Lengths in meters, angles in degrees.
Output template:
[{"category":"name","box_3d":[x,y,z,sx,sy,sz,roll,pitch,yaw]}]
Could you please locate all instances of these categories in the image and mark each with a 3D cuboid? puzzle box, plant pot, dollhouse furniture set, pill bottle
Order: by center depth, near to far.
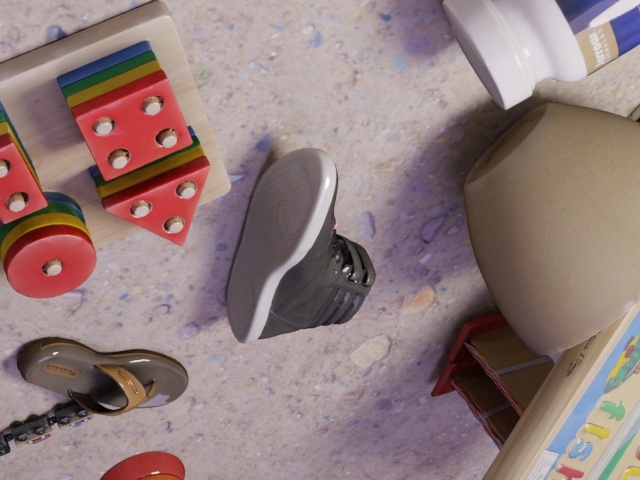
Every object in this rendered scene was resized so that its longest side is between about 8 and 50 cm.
[{"category":"pill bottle","box_3d":[0.260,-0.248,1.276,0.264,0.153,0.153,-32,142,5]},{"category":"plant pot","box_3d":[0.270,-0.040,1.458,0.191,0.284,0.284,44,109,-8]},{"category":"puzzle box","box_3d":[0.395,0.180,1.630,0.272,0.052,0.409,20,105,-41]},{"category":"dollhouse furniture set","box_3d":[0.372,0.190,1.815,0.374,0.201,0.152,-12,139,-29]}]

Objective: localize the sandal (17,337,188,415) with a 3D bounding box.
[{"category":"sandal","box_3d":[-0.245,0.165,1.509,0.219,0.060,0.090,22,120,-44]}]

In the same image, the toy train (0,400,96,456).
[{"category":"toy train","box_3d":[-0.336,0.225,1.549,0.158,0.027,0.036,-22,145,-8]}]

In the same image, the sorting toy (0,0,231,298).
[{"category":"sorting toy","box_3d":[-0.221,-0.062,1.245,0.257,0.089,0.255,-24,142,-6]}]

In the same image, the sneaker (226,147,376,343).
[{"category":"sneaker","box_3d":[0.000,0.000,1.446,0.146,0.105,0.296,-7,143,-27]}]

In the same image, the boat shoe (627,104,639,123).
[{"category":"boat shoe","box_3d":[0.379,-0.081,1.600,0.084,0.079,0.233,7,131,-39]}]

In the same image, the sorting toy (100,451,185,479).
[{"category":"sorting toy","box_3d":[-0.328,0.398,1.672,0.365,0.126,0.127,-20,141,-12]}]
